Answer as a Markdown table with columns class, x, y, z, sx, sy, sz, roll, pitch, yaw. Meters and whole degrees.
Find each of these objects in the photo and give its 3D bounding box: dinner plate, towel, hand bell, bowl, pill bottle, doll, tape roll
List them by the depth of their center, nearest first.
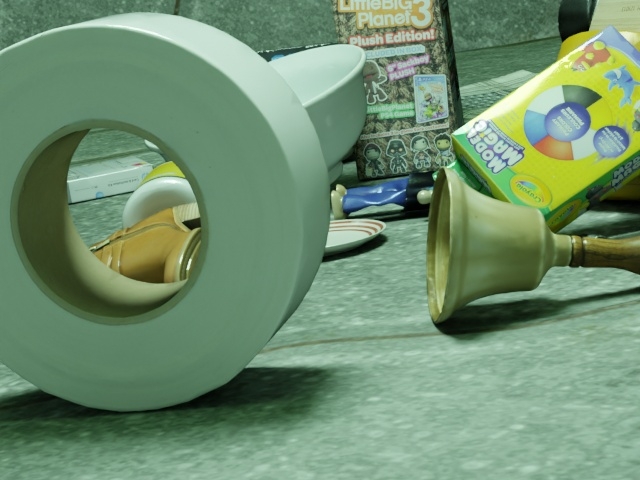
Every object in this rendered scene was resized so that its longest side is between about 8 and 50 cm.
| class | x | y | z | sx | sy | sz | roll | pitch | yaw |
| --- | --- | --- | --- | --- | --- | --- | --- | --- | --- |
| tape roll | -0.140 | -0.023 | 1.040 | 0.286 | 0.286 | 0.100 | -6 | 13 | 15 |
| hand bell | 0.213 | 0.008 | 1.138 | 0.242 | 0.126 | 0.126 | 2 | 11 | -4 |
| dinner plate | 0.000 | 0.000 | 1.490 | 0.141 | 0.017 | 0.141 | -8 | 12 | 2 |
| pill bottle | -0.155 | -0.032 | 1.545 | 0.103 | 0.103 | 0.184 | -9 | 12 | 2 |
| doll | 0.111 | -0.055 | 1.599 | 0.189 | 0.046 | 0.129 | -7 | 13 | 12 |
| bowl | -0.059 | -0.125 | 1.775 | 0.298 | 0.134 | 0.298 | -20 | 20 | 8 |
| towel | 0.313 | -0.226 | 2.258 | 0.324 | 0.056 | 0.312 | -13 | 12 | -22 |

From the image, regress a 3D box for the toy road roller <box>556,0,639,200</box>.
| class | x | y | z | sx | sy | sz | roll | pitch | yaw |
| --- | --- | --- | --- | --- | --- | --- | --- | --- | --- |
| toy road roller | 0.385 | -0.131 | 1.513 | 0.329 | 0.240 | 0.202 | 29 | -14 | -36 |

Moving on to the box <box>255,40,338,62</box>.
| class | x | y | z | sx | sy | sz | roll | pitch | yaw |
| --- | --- | --- | --- | --- | --- | --- | --- | --- | --- |
| box | -0.010 | -0.253 | 2.210 | 0.296 | 0.073 | 0.293 | -8 | -2 | -2 |

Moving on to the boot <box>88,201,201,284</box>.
| class | x | y | z | sx | sy | sz | roll | pitch | yaw |
| --- | --- | --- | --- | --- | --- | --- | --- | --- | --- |
| boot | -0.167 | 0.032 | 1.366 | 0.152 | 0.073 | 0.197 | -18 | 19 | 12 |

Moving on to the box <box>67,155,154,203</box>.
| class | x | y | z | sx | sy | sz | roll | pitch | yaw |
| --- | --- | --- | --- | --- | --- | --- | --- | --- | --- |
| box | -0.354 | -0.088 | 2.136 | 0.186 | 0.038 | 0.145 | -14 | 13 | -18 |

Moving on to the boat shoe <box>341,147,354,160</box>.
| class | x | y | z | sx | sy | sz | roll | pitch | yaw |
| --- | --- | --- | --- | --- | --- | --- | --- | --- | --- |
| boat shoe | -0.069 | -0.149 | 2.008 | 0.285 | 0.092 | 0.103 | -11 | 51 | -25 |

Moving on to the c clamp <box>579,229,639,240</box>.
| class | x | y | z | sx | sy | sz | roll | pitch | yaw |
| --- | --- | --- | --- | --- | --- | --- | --- | --- | --- |
| c clamp | 0.282 | 0.007 | 1.241 | 0.137 | 0.022 | 0.161 | -8 | 9 | -21 |

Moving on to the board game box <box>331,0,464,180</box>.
| class | x | y | z | sx | sy | sz | roll | pitch | yaw |
| --- | --- | --- | --- | --- | --- | --- | --- | --- | --- |
| board game box | 0.110 | -0.250 | 1.936 | 0.141 | 0.291 | 0.232 | -7 | 11 | 9 |

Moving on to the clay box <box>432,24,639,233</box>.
| class | x | y | z | sx | sy | sz | roll | pitch | yaw |
| --- | --- | --- | --- | --- | --- | --- | --- | --- | --- |
| clay box | 0.225 | -0.091 | 1.330 | 0.222 | 0.127 | 0.053 | -35 | -28 | -7 |
